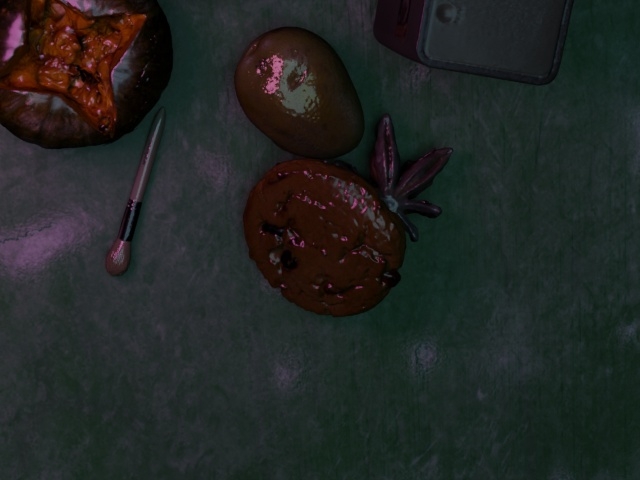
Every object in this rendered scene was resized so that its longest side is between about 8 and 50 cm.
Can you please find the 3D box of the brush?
[{"bbox_3d":[-0.305,-0.080,1.956,0.042,0.039,0.299,17,96,-17],"label":"brush"}]

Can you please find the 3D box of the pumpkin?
[{"bbox_3d":[-0.389,-0.290,1.808,0.320,0.192,0.321,-2,101,-12],"label":"pumpkin"}]

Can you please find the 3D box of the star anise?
[{"bbox_3d":[0.111,-0.085,1.995,0.198,0.110,0.258,36,87,0],"label":"star anise"}]

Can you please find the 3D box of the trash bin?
[{"bbox_3d":[0.220,-0.345,1.829,0.222,0.343,0.158,7,100,-13],"label":"trash bin"}]

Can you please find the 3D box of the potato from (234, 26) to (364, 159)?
[{"bbox_3d":[-0.024,-0.231,1.909,0.174,0.159,0.251,-35,117,23],"label":"potato"}]

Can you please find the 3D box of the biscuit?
[{"bbox_3d":[-0.001,0.001,1.936,0.295,0.075,0.296,12,119,22],"label":"biscuit"}]
